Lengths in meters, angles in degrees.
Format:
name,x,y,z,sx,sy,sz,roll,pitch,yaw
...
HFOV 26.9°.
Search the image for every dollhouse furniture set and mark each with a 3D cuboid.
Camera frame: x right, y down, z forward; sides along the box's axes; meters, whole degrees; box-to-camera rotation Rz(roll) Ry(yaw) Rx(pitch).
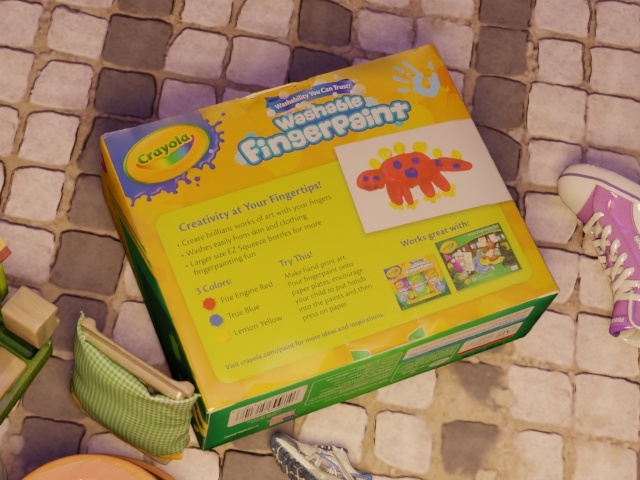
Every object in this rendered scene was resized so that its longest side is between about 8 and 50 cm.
name,x,y,z,sx,sy,sz,roll,pitch,yaw
dollhouse furniture set,-0.301,0.178,1.492,0.301,0.197,0.151,32,64,9

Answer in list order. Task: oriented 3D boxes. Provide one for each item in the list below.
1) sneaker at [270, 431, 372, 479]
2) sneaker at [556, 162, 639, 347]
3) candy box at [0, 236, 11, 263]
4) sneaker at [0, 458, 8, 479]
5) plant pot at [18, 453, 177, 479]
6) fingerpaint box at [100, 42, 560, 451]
name,x,y,z,sx,sy,sz,roll,pitch,yaw
sneaker,0.002,0.264,1.575,0.135,0.052,0.058,36,56,2
sneaker,0.388,0.031,1.698,0.282,0.102,0.161,40,70,12
candy box,-0.465,0.010,1.585,0.186,0.053,0.109,21,59,38
sneaker,-0.471,0.320,1.448,0.106,0.123,0.290,42,68,11
plant pot,-0.242,0.348,1.416,0.290,0.203,0.291,3,64,-6
fingerpaint box,0.000,0.000,1.630,0.444,0.163,0.371,-18,69,-17
